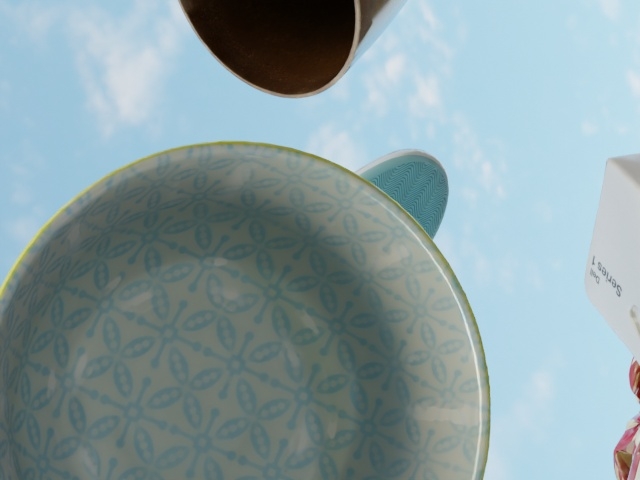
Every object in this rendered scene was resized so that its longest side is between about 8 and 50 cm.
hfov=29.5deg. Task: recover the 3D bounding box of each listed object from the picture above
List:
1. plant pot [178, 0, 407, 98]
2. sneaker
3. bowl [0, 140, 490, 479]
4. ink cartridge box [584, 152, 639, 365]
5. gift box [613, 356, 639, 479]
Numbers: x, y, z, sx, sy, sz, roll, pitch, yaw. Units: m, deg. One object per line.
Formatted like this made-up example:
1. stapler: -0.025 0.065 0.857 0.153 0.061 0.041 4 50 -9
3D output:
1. plant pot: 0.015 -0.277 1.119 0.230 0.215 0.215 -40 -67 -38
2. sneaker: 0.000 0.000 1.331 0.127 0.319 0.208 39 -167 -21
3. bowl: -0.063 0.097 0.710 0.290 0.156 0.289 3 -98 -22
4. ink cartridge box: 0.347 0.020 0.805 0.278 0.201 0.117 -9 -56 -14
5. gift box: 0.350 0.180 0.926 0.276 0.258 0.255 -49 -29 -35
